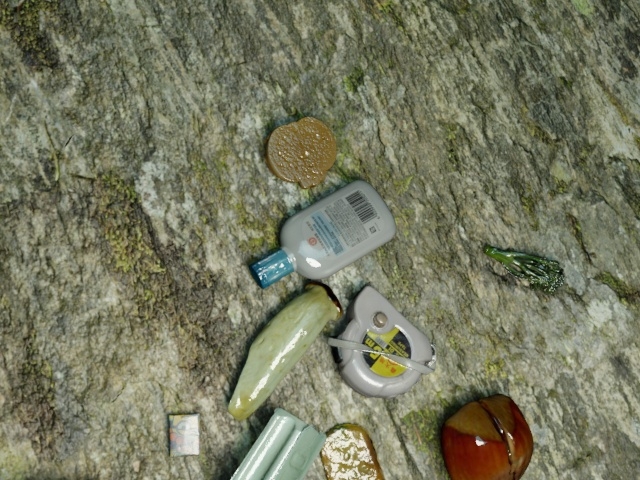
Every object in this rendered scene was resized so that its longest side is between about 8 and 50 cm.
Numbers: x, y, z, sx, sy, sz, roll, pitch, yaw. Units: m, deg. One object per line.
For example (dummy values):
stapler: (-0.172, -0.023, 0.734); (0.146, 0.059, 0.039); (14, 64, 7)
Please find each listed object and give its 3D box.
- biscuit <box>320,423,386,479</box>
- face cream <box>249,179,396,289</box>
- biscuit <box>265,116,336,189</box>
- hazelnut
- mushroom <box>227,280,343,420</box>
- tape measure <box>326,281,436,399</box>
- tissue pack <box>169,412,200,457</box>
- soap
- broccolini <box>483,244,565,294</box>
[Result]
biscuit: (0.078, 0.508, 1.361); (0.119, 0.029, 0.246); (-16, 81, -9)
face cream: (0.000, 0.000, 1.434); (0.337, 0.080, 0.163); (-31, 81, -17)
biscuit: (-0.043, -0.196, 1.491); (0.171, 0.050, 0.170); (2, 84, -16)
hazelnut: (0.355, 0.434, 1.362); (0.212, 0.181, 0.180); (-18, 61, -26)
mushroom: (-0.086, 0.224, 1.362); (0.107, 0.087, 0.333); (38, 76, 22)
tape measure: (0.126, 0.236, 1.386); (0.236, 0.120, 0.197); (42, 66, 5)
tissue pack: (-0.274, 0.392, 1.307); (0.063, 0.035, 0.083); (0, 79, -13)
soap: (-0.099, 0.462, 1.263); (0.094, 0.150, 0.261); (28, 72, 24)
broccolini: (0.486, 0.057, 1.549); (0.203, 0.068, 0.091); (29, 102, 5)
